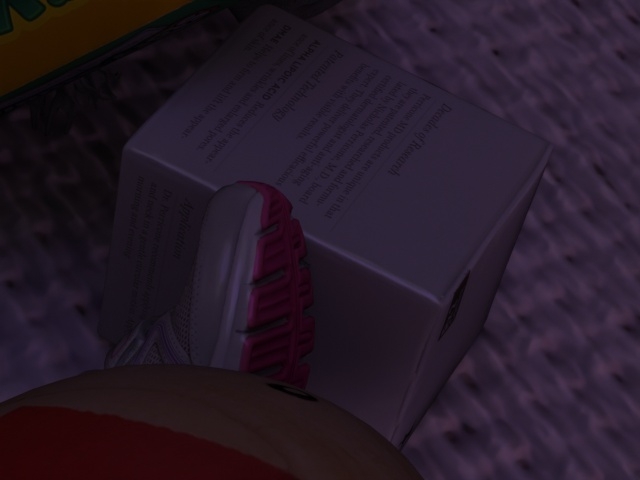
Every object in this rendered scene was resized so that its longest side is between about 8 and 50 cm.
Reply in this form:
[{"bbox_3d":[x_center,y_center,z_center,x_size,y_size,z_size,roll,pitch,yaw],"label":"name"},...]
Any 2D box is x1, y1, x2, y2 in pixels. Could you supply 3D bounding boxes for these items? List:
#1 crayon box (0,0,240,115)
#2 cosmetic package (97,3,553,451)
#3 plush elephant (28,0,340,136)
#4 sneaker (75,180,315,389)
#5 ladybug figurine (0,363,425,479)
[{"bbox_3d":[-0.190,-0.231,0.961,0.313,0.363,0.106,66,16,0],"label":"crayon box"},{"bbox_3d":[0.000,0.000,0.991,0.183,0.151,0.151,28,47,11],"label":"cosmetic package"},{"bbox_3d":[-0.081,-0.246,1.133,0.255,0.272,0.330,-11,79,-5],"label":"plush elephant"},{"bbox_3d":[-0.082,0.087,0.861,0.111,0.103,0.252,18,88,17],"label":"sneaker"},{"bbox_3d":[-0.071,0.225,0.633,0.305,0.162,0.449,41,52,-16],"label":"ladybug figurine"}]
